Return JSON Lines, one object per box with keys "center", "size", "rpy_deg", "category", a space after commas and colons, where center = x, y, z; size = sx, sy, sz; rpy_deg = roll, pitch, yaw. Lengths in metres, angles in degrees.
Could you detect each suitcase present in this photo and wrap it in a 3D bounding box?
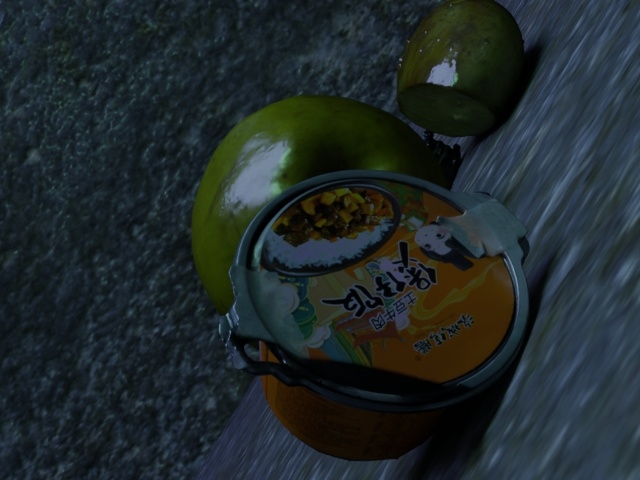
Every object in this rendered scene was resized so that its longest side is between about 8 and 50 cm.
{"center": [0.126, -0.073, 1.481], "size": [0.086, 0.059, 0.126], "rpy_deg": [-58, 2, 41], "category": "suitcase"}

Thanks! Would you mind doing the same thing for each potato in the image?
{"center": [0.165, -0.208, 1.421], "size": [0.298, 0.141, 0.176], "rpy_deg": [-66, -1, -74], "category": "potato"}

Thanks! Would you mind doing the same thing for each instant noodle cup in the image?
{"center": [0.031, 0.061, 0.750], "size": [0.126, 0.208, 0.178], "rpy_deg": [101, 153, -50], "category": "instant noodle cup"}

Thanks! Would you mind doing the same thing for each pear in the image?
{"center": [0.000, 0.000, 1.111], "size": [0.253, 0.252, 0.307], "rpy_deg": [-60, -10, -23], "category": "pear"}
